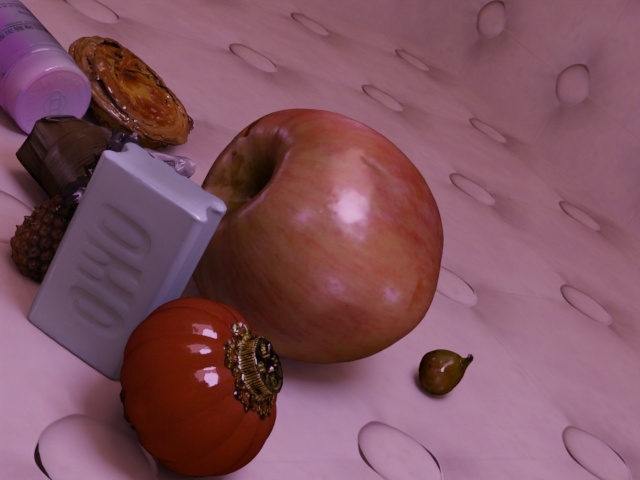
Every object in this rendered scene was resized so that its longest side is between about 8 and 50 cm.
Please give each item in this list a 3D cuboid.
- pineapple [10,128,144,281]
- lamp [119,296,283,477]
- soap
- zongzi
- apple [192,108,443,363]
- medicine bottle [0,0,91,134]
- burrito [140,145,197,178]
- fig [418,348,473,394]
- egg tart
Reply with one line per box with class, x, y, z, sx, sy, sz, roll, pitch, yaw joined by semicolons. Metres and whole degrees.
pineapple;-0.330;-0.052;1.407;0.125;0.251;0.125;33;26;-18
lamp;-0.146;0.178;1.232;0.223;0.197;0.223;51;28;-40
soap;-0.254;0.028;1.311;0.160;0.265;0.087;34;23;8
zongzi;-0.306;-0.073;1.645;0.286;0.138;0.300;49;20;28
apple;0.000;0.000;1.549;0.346;0.391;0.391;35;19;-28
medicine bottle;-0.532;-0.313;1.810;0.152;0.152;0.254;1;36;-49
burrito;-0.317;-0.144;1.842;0.203;0.064;0.064;16;27;-30
fig;0.214;0.217;1.707;0.084;0.098;0.082;57;18;-57
egg tart;-0.378;-0.270;1.964;0.297;0.132;0.297;39;22;-19
